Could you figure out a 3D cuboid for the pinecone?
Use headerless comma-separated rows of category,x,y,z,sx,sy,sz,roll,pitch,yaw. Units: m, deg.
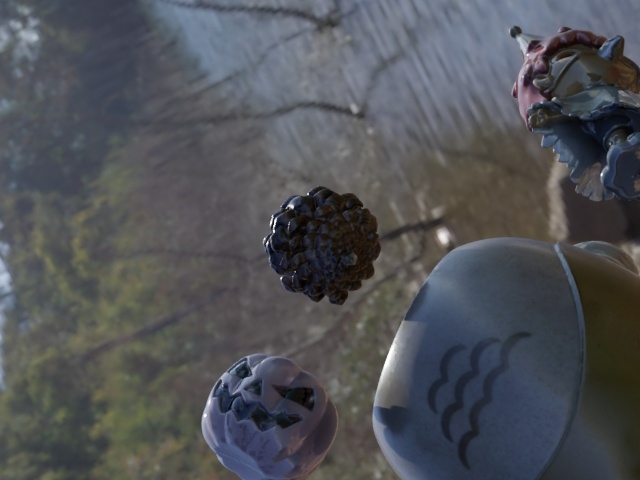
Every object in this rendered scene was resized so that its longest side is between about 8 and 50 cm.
pinecone,0.000,0.000,1.887,0.173,0.173,0.173,63,177,6

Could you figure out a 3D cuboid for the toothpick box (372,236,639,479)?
toothpick box,0.320,0.219,1.817,0.425,0.409,0.409,24,161,20

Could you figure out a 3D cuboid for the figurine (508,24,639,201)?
figurine,0.329,-0.178,1.674,0.387,0.207,0.166,-108,30,-55

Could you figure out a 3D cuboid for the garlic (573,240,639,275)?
garlic,0.421,0.086,2.219,0.178,0.229,0.143,24,155,15

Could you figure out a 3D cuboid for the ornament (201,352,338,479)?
ornament,-0.062,0.231,1.802,0.177,0.177,0.177,63,177,6
